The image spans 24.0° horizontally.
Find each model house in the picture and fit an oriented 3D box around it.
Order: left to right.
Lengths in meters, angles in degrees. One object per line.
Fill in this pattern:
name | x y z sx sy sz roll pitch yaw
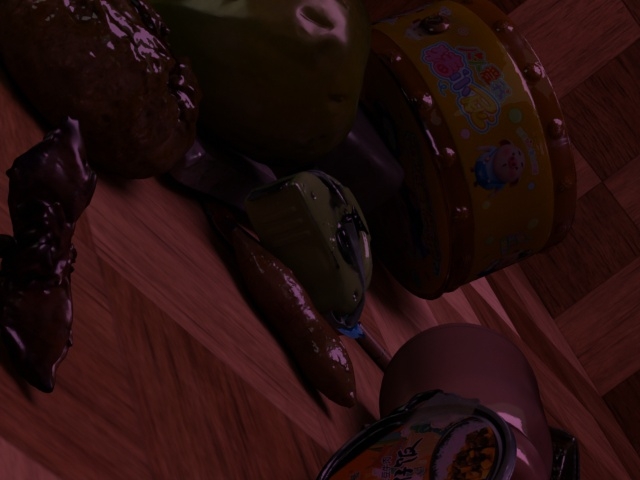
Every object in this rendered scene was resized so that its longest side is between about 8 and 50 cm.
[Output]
model house | 0.261 0.296 1.964 0.165 0.106 0.152 19 13 18

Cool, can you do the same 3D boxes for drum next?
drum | 0.180 -0.142 2.218 0.431 0.214 0.431 57 -20 35

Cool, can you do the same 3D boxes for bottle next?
bottle | 0.128 0.202 1.493 0.206 0.173 0.297 19 17 -4

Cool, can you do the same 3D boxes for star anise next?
star anise | -0.214 0.007 0.940 0.158 0.144 0.141 -102 -162 -53

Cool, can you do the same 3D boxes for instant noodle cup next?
instant noodle cup | 0.093 0.234 1.229 0.208 0.177 0.126 -53 128 -42

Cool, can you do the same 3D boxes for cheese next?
cheese | -0.037 0.035 1.653 0.256 0.037 0.106 38 15 -31

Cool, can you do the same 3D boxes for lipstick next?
lipstick | 0.071 0.137 1.828 0.094 0.019 0.019 50 10 -15

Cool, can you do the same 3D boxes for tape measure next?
tape measure | 0.000 0.000 1.587 0.178 0.087 0.154 67 22 -17

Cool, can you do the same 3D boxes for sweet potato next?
sweet potato | -0.026 0.077 1.509 0.218 0.051 0.065 54 -4 15

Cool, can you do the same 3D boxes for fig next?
fig | -0.092 -0.184 1.573 0.233 0.314 0.233 173 -90 -71

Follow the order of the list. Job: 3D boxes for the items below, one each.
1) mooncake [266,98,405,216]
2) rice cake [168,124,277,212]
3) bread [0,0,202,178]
mooncake | -0.022 -0.145 2.004 0.306 0.154 0.306 51 9 -11
rice cake | -0.113 -0.082 1.648 0.106 0.050 0.298 48 8 23
bread | -0.199 -0.167 1.383 0.230 0.123 0.230 48 10 -11
